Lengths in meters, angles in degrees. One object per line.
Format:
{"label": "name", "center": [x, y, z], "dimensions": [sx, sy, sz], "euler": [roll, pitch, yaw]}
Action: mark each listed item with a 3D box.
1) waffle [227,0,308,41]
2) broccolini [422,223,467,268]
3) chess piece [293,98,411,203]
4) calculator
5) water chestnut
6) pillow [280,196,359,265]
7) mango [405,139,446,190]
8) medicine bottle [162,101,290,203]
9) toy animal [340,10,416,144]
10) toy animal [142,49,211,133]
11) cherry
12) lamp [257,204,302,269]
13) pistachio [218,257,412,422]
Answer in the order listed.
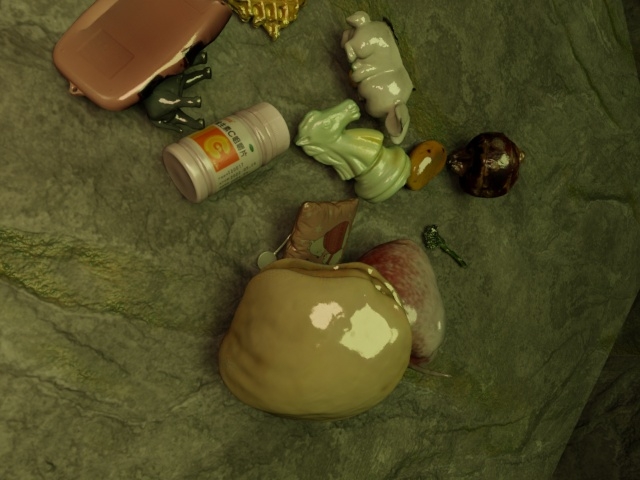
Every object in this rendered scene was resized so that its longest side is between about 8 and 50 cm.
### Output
{"label": "waffle", "center": [-0.134, -0.617, 0.987], "dimensions": [0.245, 0.052, 0.254], "euler": [38, 71, -32]}
{"label": "broccolini", "center": [0.432, 0.033, 1.432], "dimensions": [0.254, 0.058, 0.071], "euler": [34, 117, -29]}
{"label": "chess piece", "center": [0.081, -0.240, 1.099], "dimensions": [0.298, 0.175, 0.176], "euler": [34, 73, -27]}
{"label": "calculator", "center": [-0.335, -0.380, 0.786], "dimensions": [0.220, 0.048, 0.330], "euler": [39, 77, 7]}
{"label": "water chestnut", "center": [0.539, -0.249, 1.406], "dimensions": [0.238, 0.223, 0.224], "euler": [6, 89, 1]}
{"label": "pillow", "center": [0.000, 0.000, 1.060], "dimensions": [0.223, 0.084, 0.236], "euler": [-11, 128, -47]}
{"label": "mango", "center": [0.319, -0.238, 1.314], "dimensions": [0.178, 0.090, 0.115], "euler": [-41, 122, -18]}
{"label": "medicine bottle", "center": [-0.197, -0.193, 0.917], "dimensions": [0.249, 0.133, 0.133], "euler": [-35, 112, -29]}
{"label": "toy animal", "center": [0.162, -0.425, 1.126], "dimensions": [0.154, 0.208, 0.325], "euler": [-27, 88, 13]}
{"label": "toy animal", "center": [-0.287, -0.342, 0.843], "dimensions": [0.137, 0.082, 0.270], "euler": [-3, 83, -4]}
{"label": "cherry", "center": [0.196, 0.181, 1.128], "dimensions": [0.326, 0.291, 0.335], "euler": [57, 39, -22]}
{"label": "lamp", "center": [-0.090, -0.006, 1.073], "dimensions": [0.198, 0.056, 0.050], "euler": [-48, 120, -11]}
{"label": "pistachio", "center": [-0.026, 0.214, 0.917], "dimensions": [0.365, 0.445, 0.281], "euler": [65, 18, -3]}
